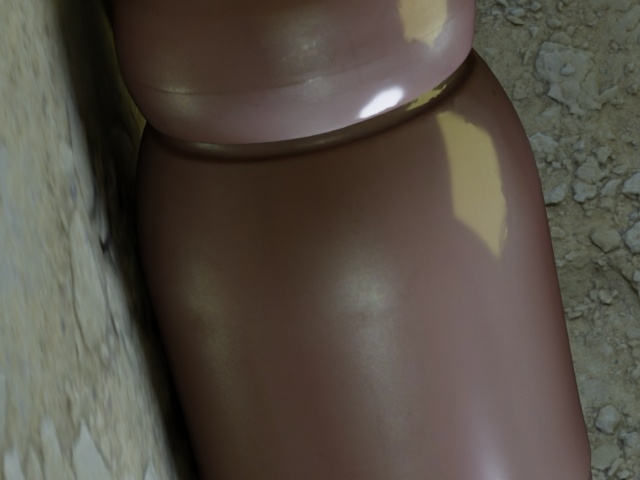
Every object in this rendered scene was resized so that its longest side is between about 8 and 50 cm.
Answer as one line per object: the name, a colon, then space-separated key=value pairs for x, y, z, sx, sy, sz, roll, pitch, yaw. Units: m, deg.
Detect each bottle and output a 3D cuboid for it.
bottle: x=0.000 y=0.000 z=0.697 sx=0.206 sy=0.173 sz=0.297 roll=30 pitch=-39 yaw=53
